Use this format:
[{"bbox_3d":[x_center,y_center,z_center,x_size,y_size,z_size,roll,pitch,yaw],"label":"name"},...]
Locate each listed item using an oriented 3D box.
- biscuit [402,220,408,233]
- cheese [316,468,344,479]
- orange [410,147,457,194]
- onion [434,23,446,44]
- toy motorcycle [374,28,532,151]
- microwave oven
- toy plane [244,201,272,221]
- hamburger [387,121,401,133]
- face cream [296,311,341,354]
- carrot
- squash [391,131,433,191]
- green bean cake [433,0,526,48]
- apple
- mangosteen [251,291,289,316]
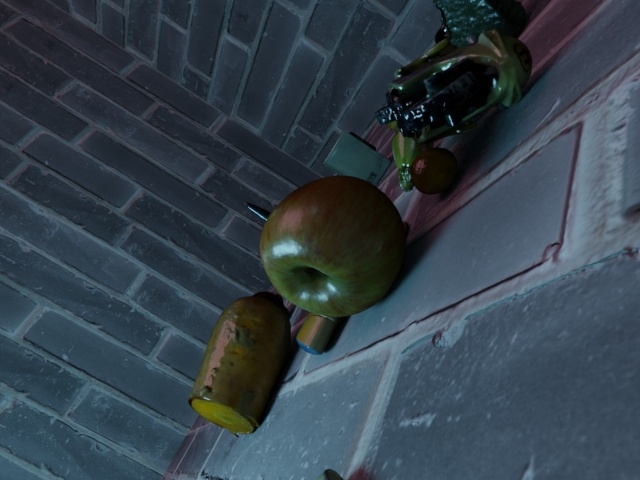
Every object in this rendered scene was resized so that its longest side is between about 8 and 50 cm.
[{"bbox_3d":[0.147,0.010,0.967,0.120,0.015,0.120,-58,6,9],"label":"biscuit"},{"bbox_3d":[-0.025,0.354,0.507,0.192,0.038,0.097,-58,5,-5],"label":"cheese"},{"bbox_3d":[0.211,-0.131,0.854,0.095,0.085,0.085,-56,5,-22],"label":"orange"},{"bbox_3d":[0.397,-0.564,1.282,0.195,0.140,0.218,-57,5,-31],"label":"onion"},{"bbox_3d":[0.230,-0.279,0.861,0.237,0.168,0.410,-25,15,4],"label":"toy motorcycle"},{"bbox_3d":[0.129,-0.285,1.678,0.163,0.205,0.129,-56,7,9],"label":"microwave oven"},{"bbox_3d":[-0.056,-0.004,1.174,0.222,0.327,0.104,-56,10,19],"label":"toy plane"},{"bbox_3d":[0.268,-0.369,1.332,0.283,0.144,0.156,-155,91,-88],"label":"hamburger"},{"bbox_3d":[0.034,0.126,1.036,0.284,0.067,0.139,-60,4,-21],"label":"face cream"},{"bbox_3d":[-0.211,0.325,1.260,0.224,0.224,0.340,-51,13,49],"label":"carrot"},{"bbox_3d":[0.217,-0.188,1.121,0.105,0.105,0.132,132,154,-58],"label":"squash"},{"bbox_3d":[0.353,-0.520,1.099,0.107,0.208,0.193,-58,7,-25],"label":"green bean cake"},{"bbox_3d":[0.030,0.001,0.852,0.264,0.265,0.264,-57,6,10],"label":"apple"},{"bbox_3d":[-0.198,0.278,1.725,0.199,0.200,0.200,-57,6,10],"label":"mangosteen"}]
